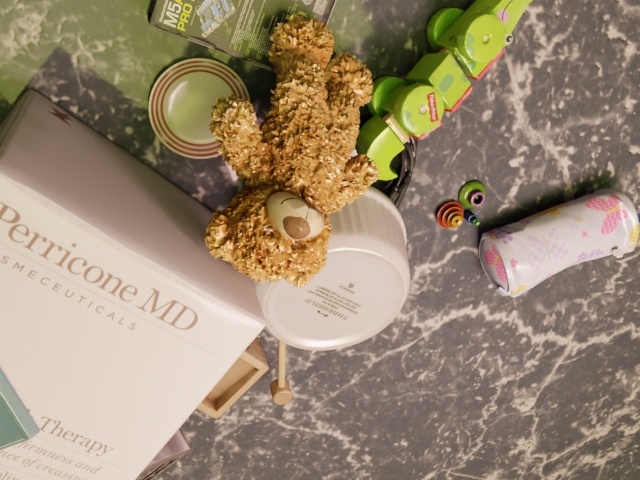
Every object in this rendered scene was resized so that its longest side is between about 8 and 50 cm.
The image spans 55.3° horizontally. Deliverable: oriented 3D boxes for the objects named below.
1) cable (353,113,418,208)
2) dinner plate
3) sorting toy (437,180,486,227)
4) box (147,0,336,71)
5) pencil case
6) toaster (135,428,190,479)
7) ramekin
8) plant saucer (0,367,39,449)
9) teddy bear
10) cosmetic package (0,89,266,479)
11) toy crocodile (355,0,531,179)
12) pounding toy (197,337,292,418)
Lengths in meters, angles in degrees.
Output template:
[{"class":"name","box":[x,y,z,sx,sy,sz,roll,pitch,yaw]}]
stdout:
[{"class":"cable","box":[0.075,-0.118,0.952,0.150,0.047,0.184,22,97,-15]},{"class":"dinner plate","box":[-0.168,-0.184,0.855,0.141,0.017,0.141,-7,118,-14]},{"class":"sorting toy","box":[0.249,-0.052,1.041,0.102,0.042,0.061,-39,121,4]},{"class":"box","box":[-0.073,-0.365,0.770,0.216,0.060,0.270,15,110,-23]},{"class":"pencil case","box":[0.419,0.003,1.082,0.273,0.113,0.124,-19,98,-7]},{"class":"toaster","box":[-0.315,0.336,0.976,0.185,0.110,0.168,-38,165,7]},{"class":"ramekin","box":[0.011,0.049,0.919,0.272,0.127,0.273,-7,132,-8]},{"class":"plant saucer","box":[-0.341,0.132,0.581,0.067,0.018,0.192,-18,120,-8]},{"class":"teddy bear","box":[-0.018,-0.113,0.750,0.245,0.113,0.338,54,52,-37]},{"class":"cosmetic package","box":[-0.340,0.092,0.760,0.329,0.327,0.394,35,100,-29]},{"class":"toy crocodile","box":[0.174,-0.233,0.871,0.340,0.115,0.105,-48,121,0]},{"class":"pounding toy","box":[-0.134,0.197,1.013,0.181,0.094,0.206,-45,120,8]}]
